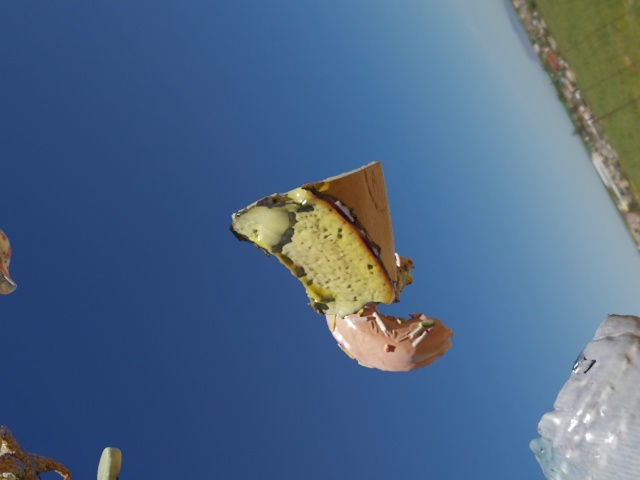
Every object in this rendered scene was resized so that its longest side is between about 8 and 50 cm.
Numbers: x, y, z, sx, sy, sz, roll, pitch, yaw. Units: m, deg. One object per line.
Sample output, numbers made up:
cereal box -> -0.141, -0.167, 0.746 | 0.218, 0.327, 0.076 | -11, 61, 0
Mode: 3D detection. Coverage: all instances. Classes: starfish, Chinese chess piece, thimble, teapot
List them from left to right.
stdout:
teapot -> -0.727, 0.017, 1.373 | 0.245, 0.159, 0.116 | 34, -154, -43
starfish -> -0.463, 0.361, 1.044 | 0.150, 0.053, 0.210 | 52, 176, 26
Chinese chess piece -> -0.469, 0.503, 1.505 | 0.034, 0.084, 0.084 | 16, -136, -26
thimble -> 0.324, 0.191, 0.679 | 0.172, 0.205, 0.236 | 34, -177, 29

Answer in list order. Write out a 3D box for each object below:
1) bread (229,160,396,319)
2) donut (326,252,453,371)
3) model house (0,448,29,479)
bread -> 0.000, 0.000, 0.720 | 0.160, 0.140, 0.169 | 4, -106, -59
donut -> 0.108, 0.116, 1.158 | 0.085, 0.199, 0.233 | 101, 151, -46
model house -> -0.557, 0.410, 1.165 | 0.101, 0.087, 0.100 | 93, -177, -61
